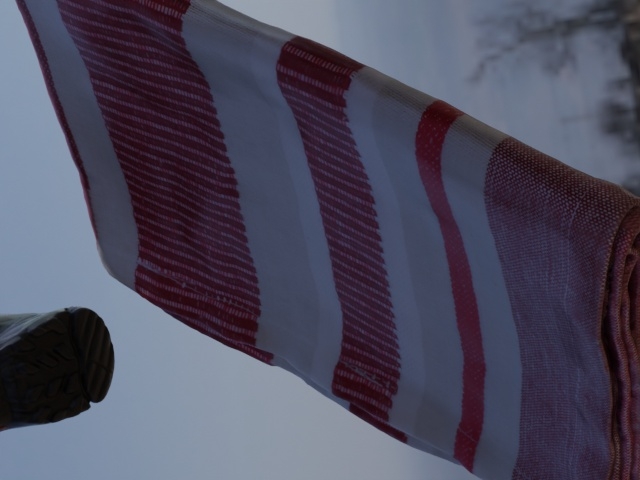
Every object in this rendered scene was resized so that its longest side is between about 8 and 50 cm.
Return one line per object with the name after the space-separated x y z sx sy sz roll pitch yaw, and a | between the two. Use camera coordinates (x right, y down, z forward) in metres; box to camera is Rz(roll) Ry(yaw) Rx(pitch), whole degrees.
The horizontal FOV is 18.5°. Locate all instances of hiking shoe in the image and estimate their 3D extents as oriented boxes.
-0.237 0.092 1.145 0.114 0.227 0.086 -4 95 56 | hiking shoe

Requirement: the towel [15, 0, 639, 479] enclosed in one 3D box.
0.000 0.000 0.858 0.037 0.329 0.237 -46 -33 -26 | towel
